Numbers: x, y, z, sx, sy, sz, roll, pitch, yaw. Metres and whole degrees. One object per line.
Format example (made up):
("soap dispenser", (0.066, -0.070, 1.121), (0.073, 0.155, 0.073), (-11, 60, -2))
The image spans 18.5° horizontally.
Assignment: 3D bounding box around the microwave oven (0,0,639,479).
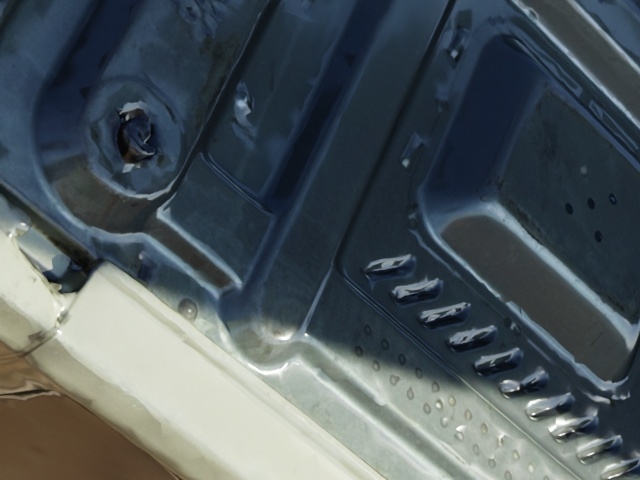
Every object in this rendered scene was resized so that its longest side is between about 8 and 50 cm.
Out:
("microwave oven", (0.000, 0.000, 0.448), (0.240, 0.194, 0.145), (41, -29, -27))
